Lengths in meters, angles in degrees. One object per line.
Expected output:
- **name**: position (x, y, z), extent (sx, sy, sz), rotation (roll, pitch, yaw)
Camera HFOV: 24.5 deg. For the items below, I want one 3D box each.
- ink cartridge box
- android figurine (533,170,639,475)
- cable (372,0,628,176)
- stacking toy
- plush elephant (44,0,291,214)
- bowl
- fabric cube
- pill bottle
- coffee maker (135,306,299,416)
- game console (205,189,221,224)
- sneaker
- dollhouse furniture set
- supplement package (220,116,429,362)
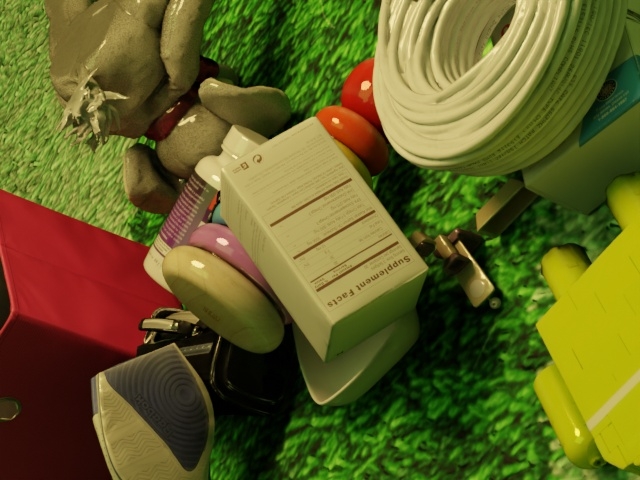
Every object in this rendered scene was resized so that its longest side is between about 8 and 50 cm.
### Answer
- **ink cartridge box**: position (0.233, -0.142, 1.273), extent (0.139, 0.082, 0.190), rotation (-40, 40, 36)
- **android figurine**: position (0.262, 0.071, 1.127), extent (0.248, 0.056, 0.273), rotation (-52, 35, 22)
- **cable**: position (0.147, -0.175, 1.262), extent (0.257, 0.089, 0.257), rotation (-9, 64, 53)
- **stacking toy**: position (-0.007, -0.051, 1.473), extent (0.330, 0.141, 0.141), rotation (-51, 29, -19)
- **plush elephant**: position (-0.177, -0.182, 1.756), extent (0.272, 0.255, 0.330), rotation (-28, 41, 32)
- **bowl**: position (0.041, 0.083, 1.436), extent (0.142, 0.053, 0.142), rotation (-48, 37, 27)
- **fabric cube**: position (-0.328, 0.136, 1.744), extent (0.254, 0.258, 0.259), rotation (-52, 36, 21)
- **pill bottle**: position (-0.111, -0.028, 1.668), extent (0.193, 0.108, 0.108), rotation (-60, 33, 11)
- **coffee maker**: position (-0.111, 0.150, 1.576), extent (0.178, 0.120, 0.171), rotation (-11, 82, 54)
- **game console**: position (-0.055, -0.007, 1.562), extent (0.107, 0.122, 0.071), rotation (-21, 55, 48)
- **sneaker**: position (-0.167, 0.279, 1.485), extent (0.182, 0.127, 0.315), rotation (-34, 75, 52)
- **dollhouse furniture set**: position (0.152, 0.002, 1.315), extent (0.114, 0.091, 0.081), rotation (-47, 53, 23)
- **supplement package**: position (0.000, 0.000, 1.326), extent (0.179, 0.105, 0.105), rotation (54, 163, 17)
